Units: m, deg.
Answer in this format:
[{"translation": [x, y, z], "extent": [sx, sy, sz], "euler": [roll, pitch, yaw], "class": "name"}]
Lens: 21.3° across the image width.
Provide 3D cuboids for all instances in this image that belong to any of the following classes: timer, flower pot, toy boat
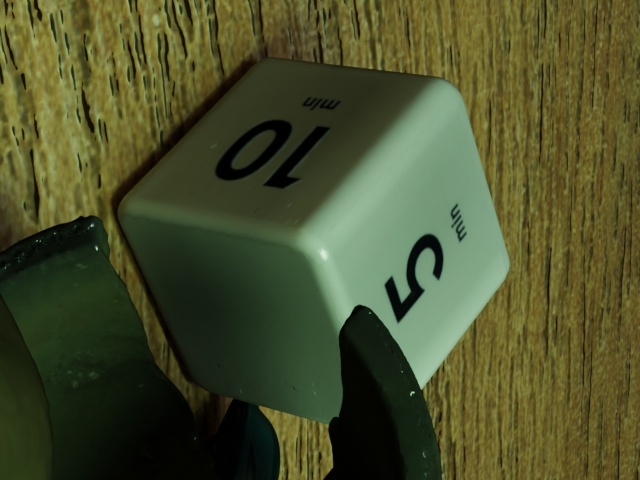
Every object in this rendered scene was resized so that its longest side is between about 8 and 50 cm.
[{"translation": [0.000, 0.000, 1.261], "extent": [0.195, 0.192, 0.194], "euler": [-48, 134, -35], "class": "timer"}, {"translation": [-0.097, 0.202, 1.108], "extent": [0.251, 0.379, 0.379], "euler": [63, 47, -68], "class": "flower pot"}, {"translation": [-0.089, 0.227, 1.293], "extent": [0.103, 0.093, 0.246], "euler": [21, 71, -16], "class": "toy boat"}]

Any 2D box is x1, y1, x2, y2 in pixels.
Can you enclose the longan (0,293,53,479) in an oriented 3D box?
[{"translation": [-0.273, 0.100, 0.858], "extent": [0.297, 0.297, 0.297], "euler": [-18, 113, -50], "class": "longan"}]
